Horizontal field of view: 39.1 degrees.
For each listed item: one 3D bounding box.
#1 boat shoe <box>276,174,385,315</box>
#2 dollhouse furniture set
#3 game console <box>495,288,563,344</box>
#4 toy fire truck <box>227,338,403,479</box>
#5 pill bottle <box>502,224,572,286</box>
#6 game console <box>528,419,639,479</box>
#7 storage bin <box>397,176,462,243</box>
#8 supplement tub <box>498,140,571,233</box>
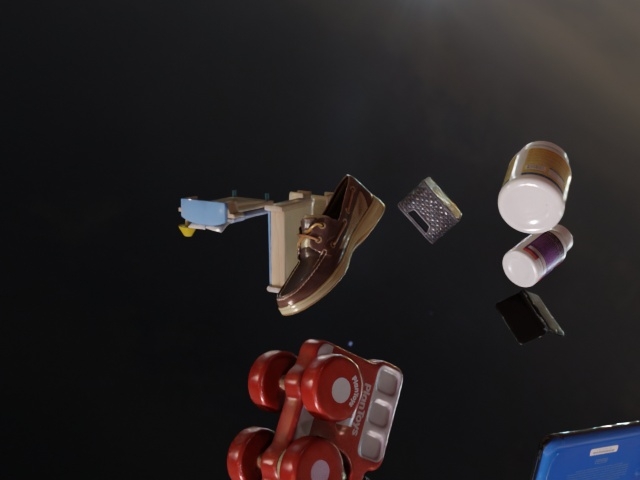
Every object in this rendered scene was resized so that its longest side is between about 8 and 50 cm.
[{"bbox_3d":[0.000,0.000,1.768,0.123,0.123,0.342,50,-124,-18],"label":"boat shoe"},{"bbox_3d":[-0.148,-0.013,2.176,0.303,0.198,0.286,8,-167,33],"label":"dollhouse furniture set"},{"bbox_3d":[0.474,0.179,2.044,0.107,0.071,0.122,20,-146,-46],"label":"game console"},{"bbox_3d":[0.013,0.312,1.414,0.253,0.302,0.169,28,159,-36],"label":"toy fire truck"},{"bbox_3d":[0.575,0.033,2.364,0.193,0.108,0.108,-32,-119,-34],"label":"pill bottle"},{"bbox_3d":[0.421,0.420,1.623,0.293,0.250,0.173,1,-164,-35],"label":"game console"},{"bbox_3d":[0.257,-0.073,2.097,0.122,0.084,0.180,48,-166,2],"label":"storage bin"},{"bbox_3d":[0.484,-0.124,2.023,0.144,0.144,0.200,28,-140,3],"label":"supplement tub"}]
